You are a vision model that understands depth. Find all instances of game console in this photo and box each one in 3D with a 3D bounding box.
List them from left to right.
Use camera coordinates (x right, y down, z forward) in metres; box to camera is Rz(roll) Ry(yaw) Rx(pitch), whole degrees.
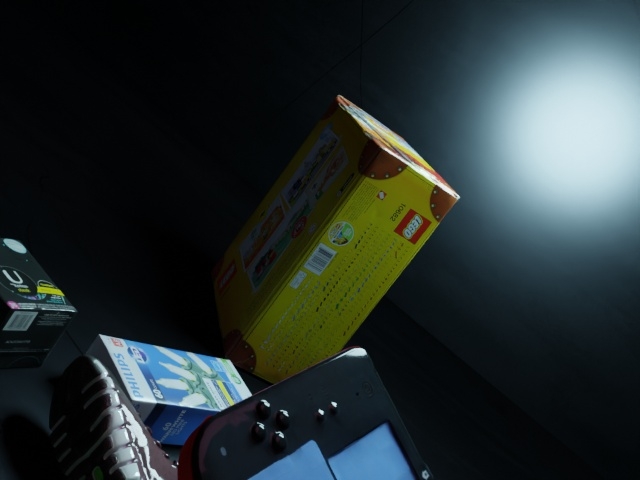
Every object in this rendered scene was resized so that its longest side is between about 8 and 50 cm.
[{"bbox_3d":[0.032,0.344,0.942,0.342,0.060,0.387,-19,78,-44],"label":"game console"}]

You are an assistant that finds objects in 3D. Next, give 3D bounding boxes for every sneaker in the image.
[{"bbox_3d":[-0.225,0.274,0.978,0.162,0.106,0.281,30,23,-51],"label":"sneaker"}]

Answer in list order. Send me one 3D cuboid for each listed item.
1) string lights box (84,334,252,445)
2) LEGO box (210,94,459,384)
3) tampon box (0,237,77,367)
[{"bbox_3d":[-0.217,0.228,1.170,0.259,0.077,0.133,22,21,-48],"label":"string lights box"},{"bbox_3d":[0.000,0.000,1.612,0.193,0.500,0.372,31,15,-23],"label":"LEGO box"},{"bbox_3d":[-0.432,0.079,1.063,0.161,0.101,0.120,43,13,24],"label":"tampon box"}]
